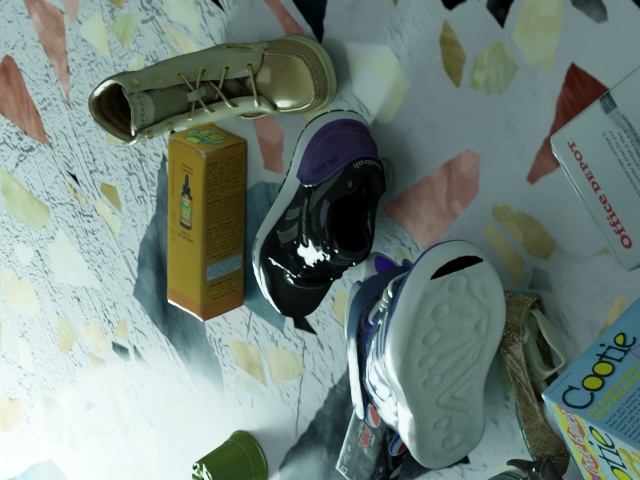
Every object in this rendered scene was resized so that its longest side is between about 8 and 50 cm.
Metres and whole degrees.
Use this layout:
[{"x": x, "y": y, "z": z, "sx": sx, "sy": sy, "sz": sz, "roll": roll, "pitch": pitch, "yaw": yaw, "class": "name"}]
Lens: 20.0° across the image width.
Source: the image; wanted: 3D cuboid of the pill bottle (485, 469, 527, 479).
[{"x": 0.165, "y": 0.320, "z": 1.965, "sx": 0.094, "sy": 0.169, "sz": 0.094, "roll": 25, "pitch": 124, "yaw": 43, "class": "pill bottle"}]

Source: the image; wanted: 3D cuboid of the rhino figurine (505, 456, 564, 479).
[{"x": 0.284, "y": 0.307, "z": 1.863, "sx": 0.243, "sy": 0.073, "sz": 0.106, "roll": 38, "pitch": 134, "yaw": 14, "class": "rhino figurine"}]

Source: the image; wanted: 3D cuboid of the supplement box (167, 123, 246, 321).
[{"x": -0.142, "y": -0.023, "z": 2.267, "sx": 0.078, "sy": 0.080, "sz": 0.233, "roll": 28, "pitch": 128, "yaw": 40, "class": "supplement box"}]

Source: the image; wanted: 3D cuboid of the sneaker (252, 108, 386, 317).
[{"x": 0.000, "y": 0.000, "z": 2.047, "sx": 0.124, "sy": 0.107, "sz": 0.283, "roll": -116, "pitch": 31, "yaw": -44, "class": "sneaker"}]

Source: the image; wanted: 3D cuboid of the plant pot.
[{"x": -0.126, "y": 0.302, "z": 2.388, "sx": 0.083, "sy": 0.079, "sz": 0.083, "roll": 23, "pitch": 122, "yaw": 43, "class": "plant pot"}]

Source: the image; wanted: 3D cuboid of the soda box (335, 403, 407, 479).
[{"x": 0.072, "y": 0.219, "z": 2.129, "sx": 0.060, "sy": 0.053, "sz": 0.169, "roll": 42, "pitch": 135, "yaw": 31, "class": "soda box"}]

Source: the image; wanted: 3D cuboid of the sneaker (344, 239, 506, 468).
[{"x": 0.089, "y": 0.067, "z": 1.931, "sx": 0.323, "sy": 0.130, "sz": 0.236, "roll": 87, "pitch": 158, "yaw": -45, "class": "sneaker"}]

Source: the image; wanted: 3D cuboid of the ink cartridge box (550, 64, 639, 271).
[{"x": 0.328, "y": -0.087, "z": 1.651, "sx": 0.208, "sy": 0.087, "sz": 0.153, "roll": -40, "pitch": 75, "yaw": 50, "class": "ink cartridge box"}]

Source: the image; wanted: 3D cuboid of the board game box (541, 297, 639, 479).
[{"x": 0.359, "y": 0.190, "z": 1.635, "sx": 0.275, "sy": 0.144, "sz": 0.142, "roll": 29, "pitch": 155, "yaw": 48, "class": "board game box"}]

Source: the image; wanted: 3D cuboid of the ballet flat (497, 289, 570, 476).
[{"x": 0.233, "y": 0.148, "z": 1.893, "sx": 0.067, "sy": 0.073, "sz": 0.206, "roll": -18, "pitch": 96, "yaw": 38, "class": "ballet flat"}]

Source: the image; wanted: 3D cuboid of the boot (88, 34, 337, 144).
[{"x": -0.125, "y": -0.171, "z": 2.072, "sx": 0.262, "sy": 0.203, "sz": 0.095, "roll": 10, "pitch": 114, "yaw": 50, "class": "boot"}]
